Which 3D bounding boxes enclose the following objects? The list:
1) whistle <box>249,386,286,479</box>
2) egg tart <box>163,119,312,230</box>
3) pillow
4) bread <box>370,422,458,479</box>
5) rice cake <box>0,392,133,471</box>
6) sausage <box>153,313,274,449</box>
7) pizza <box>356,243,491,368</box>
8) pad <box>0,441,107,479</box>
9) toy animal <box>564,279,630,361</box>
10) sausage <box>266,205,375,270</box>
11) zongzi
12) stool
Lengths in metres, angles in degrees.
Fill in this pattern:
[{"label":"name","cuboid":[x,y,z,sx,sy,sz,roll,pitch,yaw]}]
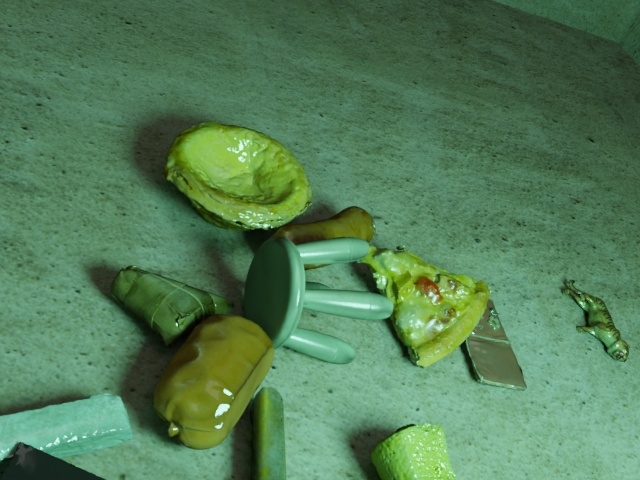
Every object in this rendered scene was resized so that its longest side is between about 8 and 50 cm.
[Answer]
[{"label":"whistle","cuboid":[-0.077,0.365,1.061,0.057,0.068,0.326,-1,43,-4]},{"label":"egg tart","cuboid":[-0.173,-0.116,1.484,0.315,0.120,0.315,16,40,-14]},{"label":"pillow","cuboid":[0.346,0.208,1.520,0.126,0.043,0.232,9,44,-23]},{"label":"bread","cuboid":[0.148,0.363,1.172,0.129,0.111,0.114,2,50,-33]},{"label":"rice cake","cuboid":[-0.361,0.261,0.994,0.206,0.063,0.069,-3,54,-35]},{"label":"sausage","cuboid":[-0.164,0.214,1.127,0.136,0.120,0.241,18,38,8]},{"label":"pizza","cuboid":[0.185,0.101,1.459,0.288,0.075,0.280,38,54,3]},{"label":"pad","cuboid":[-0.250,0.424,0.885,0.367,0.007,0.247,30,38,-15]},{"label":"toy animal","cuboid":[0.656,0.188,1.737,0.099,0.057,0.241,19,38,-25]},{"label":"sausage","cuboid":[-0.001,0.002,1.482,0.270,0.109,0.109,-15,57,-43]},{"label":"zongzi","cuboid":[-0.252,0.091,1.247,0.160,0.078,0.176,40,29,12]},{"label":"stool","cuboid":[-0.010,0.100,1.290,0.199,0.195,0.195,8,43,-28]}]
